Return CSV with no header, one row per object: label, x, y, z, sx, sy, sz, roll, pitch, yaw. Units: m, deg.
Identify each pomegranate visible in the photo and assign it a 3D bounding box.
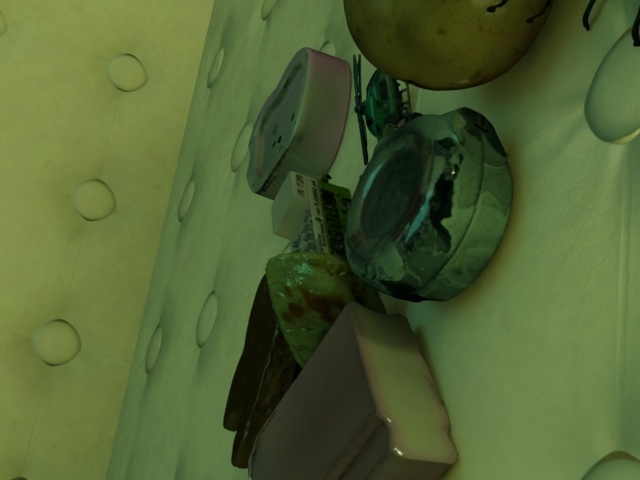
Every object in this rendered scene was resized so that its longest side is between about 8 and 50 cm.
pomegranate,0.174,-0.367,1.247,0.319,0.319,0.319,-50,31,45

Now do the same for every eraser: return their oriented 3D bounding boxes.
eraser,0.026,0.308,1.298,0.359,0.122,0.272,-57,33,32

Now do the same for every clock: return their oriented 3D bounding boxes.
clock,-0.054,-0.247,1.965,0.338,0.102,0.338,-50,30,44

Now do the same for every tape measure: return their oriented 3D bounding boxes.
tape measure,0.151,-0.049,1.257,0.256,0.147,0.275,-12,59,64

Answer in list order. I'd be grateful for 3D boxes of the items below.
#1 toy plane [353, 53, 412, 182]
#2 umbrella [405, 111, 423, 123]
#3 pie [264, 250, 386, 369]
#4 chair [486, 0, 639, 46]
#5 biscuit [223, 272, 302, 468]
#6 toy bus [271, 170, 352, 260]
toy plane,0.104,-0.206,1.566,0.060,0.096,0.235,159,108,-67
umbrella,0.146,-0.148,1.498,0.036,0.031,0.133,102,179,-75
pie,0.004,0.123,1.406,0.201,0.248,0.090,3,33,31
chair,0.297,-0.346,1.048,0.174,0.149,0.213,-122,37,-65
biscuit,-0.097,0.232,1.696,0.394,0.076,0.368,154,131,-76
toy bus,0.000,0.000,1.575,0.113,0.139,0.302,-61,20,27
